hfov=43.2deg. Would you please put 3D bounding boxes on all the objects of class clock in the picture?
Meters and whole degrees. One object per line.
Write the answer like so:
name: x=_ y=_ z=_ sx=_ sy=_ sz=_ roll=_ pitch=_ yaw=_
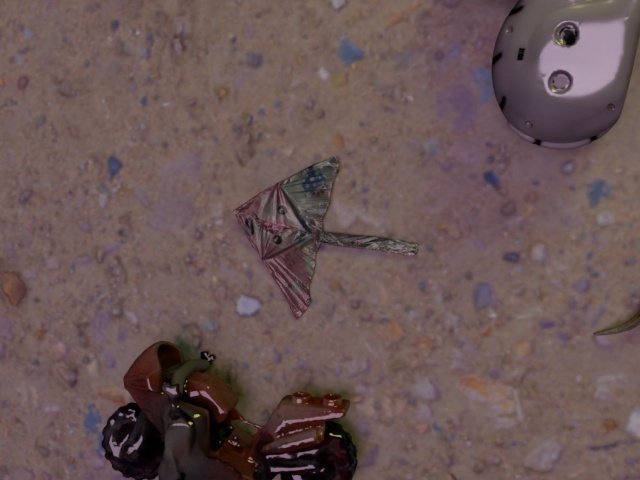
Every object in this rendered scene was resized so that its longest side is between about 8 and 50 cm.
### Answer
clock: x=0.147 y=-0.150 z=0.522 sx=0.117 sy=0.080 sz=0.176 roll=11 pitch=101 yaw=16

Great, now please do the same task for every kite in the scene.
kite: x=0.000 y=0.000 z=0.635 sx=0.153 sy=0.005 sz=0.137 roll=18 pitch=106 yaw=15

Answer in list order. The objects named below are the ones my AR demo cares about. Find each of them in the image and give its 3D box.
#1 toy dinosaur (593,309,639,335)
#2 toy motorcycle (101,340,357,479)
toy dinosaur: x=0.260 y=0.015 z=0.534 sx=0.180 sy=0.037 sz=0.058 roll=-48 pitch=58 yaw=12
toy motorcycle: x=-0.076 y=0.143 z=0.644 sx=0.213 sy=0.084 sz=0.118 roll=3 pitch=98 yaw=11
